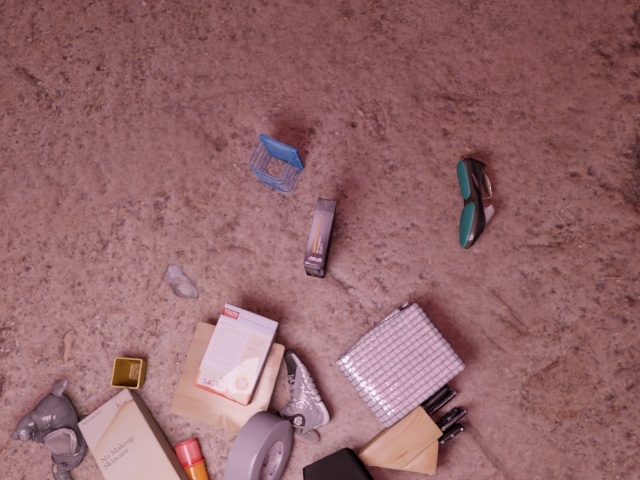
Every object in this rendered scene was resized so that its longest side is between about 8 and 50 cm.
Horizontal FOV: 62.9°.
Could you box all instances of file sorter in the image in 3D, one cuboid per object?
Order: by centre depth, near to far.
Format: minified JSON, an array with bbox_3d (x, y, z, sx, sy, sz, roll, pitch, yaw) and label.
[{"bbox_3d":[-0.132,-0.222,1.558,0.118,0.170,0.104,25,84,9],"label":"file sorter"}]

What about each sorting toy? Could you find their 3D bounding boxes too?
[{"bbox_3d":[-0.252,0.387,1.472,0.257,0.089,0.255,15,79,6],"label":"sorting toy"}]

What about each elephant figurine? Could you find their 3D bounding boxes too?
[{"bbox_3d":[-0.705,0.551,1.452,0.239,0.186,0.169,41,40,1],"label":"elephant figurine"}]

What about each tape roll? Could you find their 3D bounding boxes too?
[{"bbox_3d":[-0.153,0.555,1.340,0.072,0.219,0.219,14,78,23],"label":"tape roll"}]

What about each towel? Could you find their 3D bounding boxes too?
[{"bbox_3d":[0.217,0.333,1.440,0.283,0.121,0.235,-38,76,-3],"label":"towel"}]

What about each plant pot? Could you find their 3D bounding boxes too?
[{"bbox_3d":[0.050,0.643,1.355,0.187,0.188,0.167,-26,66,-2],"label":"plant pot"},{"bbox_3d":[-0.538,0.378,1.496,0.081,0.083,0.082,3,77,5],"label":"plant pot"}]

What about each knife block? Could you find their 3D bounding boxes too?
[{"bbox_3d":[0.251,0.492,1.415,0.275,0.088,0.242,6,77,6],"label":"knife block"}]

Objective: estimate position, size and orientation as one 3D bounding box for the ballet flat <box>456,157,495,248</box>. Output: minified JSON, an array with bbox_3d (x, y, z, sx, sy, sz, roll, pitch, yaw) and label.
[{"bbox_3d":[0.460,-0.111,1.534,0.096,0.095,0.280,4,78,-8],"label":"ballet flat"}]

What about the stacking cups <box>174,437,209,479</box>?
[{"bbox_3d":[-0.330,0.702,1.409,0.096,0.096,0.316,-23,75,-1],"label":"stacking cups"}]

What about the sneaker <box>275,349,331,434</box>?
[{"bbox_3d":[-0.077,0.426,1.442,0.132,0.086,0.229,-26,77,-15],"label":"sneaker"}]

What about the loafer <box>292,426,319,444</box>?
[{"bbox_3d":[-0.065,0.536,1.457,0.125,0.039,0.045,19,42,6],"label":"loafer"}]

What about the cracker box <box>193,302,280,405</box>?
[{"bbox_3d":[-0.221,0.304,1.407,0.155,0.067,0.232,20,80,7],"label":"cracker box"}]

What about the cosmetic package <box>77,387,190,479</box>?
[{"bbox_3d":[-0.488,0.568,1.381,0.160,0.113,0.309,-37,60,-16],"label":"cosmetic package"}]

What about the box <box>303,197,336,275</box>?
[{"bbox_3d":[0.000,0.000,1.466,0.056,0.231,0.183,10,79,3],"label":"box"}]
